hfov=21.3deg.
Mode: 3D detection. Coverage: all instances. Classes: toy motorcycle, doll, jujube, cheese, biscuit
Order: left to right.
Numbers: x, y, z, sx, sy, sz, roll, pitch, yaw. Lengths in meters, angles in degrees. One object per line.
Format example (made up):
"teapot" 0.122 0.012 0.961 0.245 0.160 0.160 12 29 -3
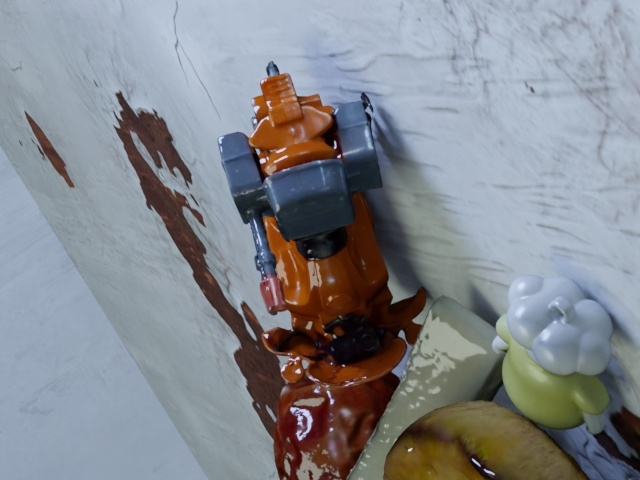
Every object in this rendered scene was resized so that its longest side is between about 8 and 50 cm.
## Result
"toy motorcycle" 0.000 0.000 1.424 0.325 0.148 0.221 73 -179 -62
"jujube" 0.054 0.231 1.667 0.250 0.174 0.174 64 163 -16
"cheese" 0.070 0.200 1.495 0.085 0.034 0.400 30 134 7
"biscuit" 0.161 0.260 1.334 0.296 0.102 0.296 47 150 38
"doll" 0.168 0.083 1.220 0.106 0.062 0.162 40 161 21
